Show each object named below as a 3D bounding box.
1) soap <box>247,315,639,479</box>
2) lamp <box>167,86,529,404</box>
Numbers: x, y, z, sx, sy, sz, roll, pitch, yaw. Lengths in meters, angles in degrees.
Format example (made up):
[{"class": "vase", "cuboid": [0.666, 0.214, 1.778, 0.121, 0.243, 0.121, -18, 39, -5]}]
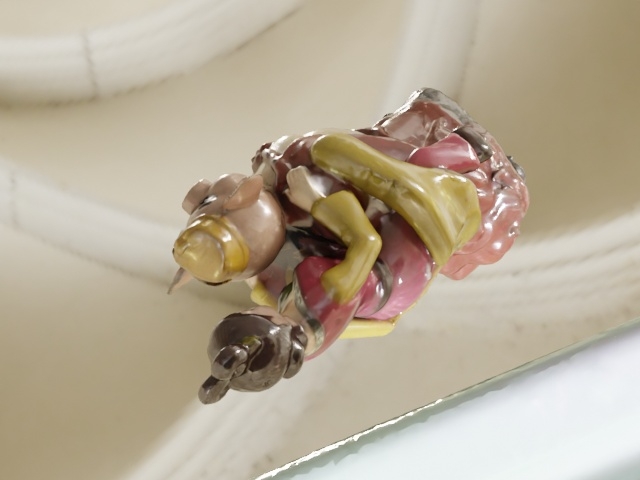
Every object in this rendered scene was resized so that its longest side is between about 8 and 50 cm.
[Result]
[{"class": "soap", "cuboid": [0.075, 0.135, 0.606, 0.289, 0.173, 0.095, -23, 173, -7]}, {"class": "lamp", "cuboid": [0.000, 0.000, 0.861, 0.118, 0.118, 0.253, 4, -160, 41]}]
